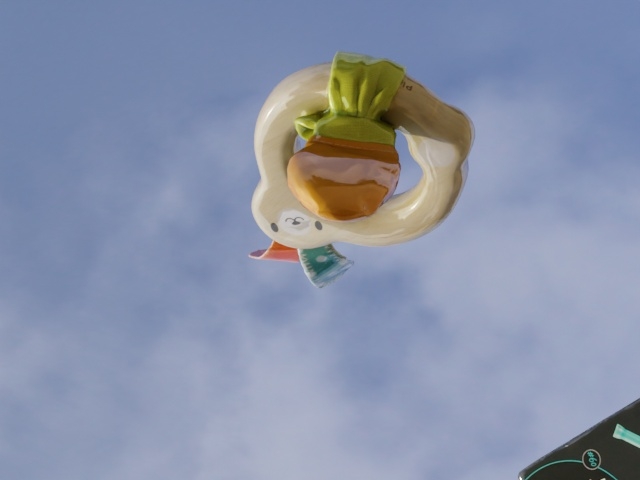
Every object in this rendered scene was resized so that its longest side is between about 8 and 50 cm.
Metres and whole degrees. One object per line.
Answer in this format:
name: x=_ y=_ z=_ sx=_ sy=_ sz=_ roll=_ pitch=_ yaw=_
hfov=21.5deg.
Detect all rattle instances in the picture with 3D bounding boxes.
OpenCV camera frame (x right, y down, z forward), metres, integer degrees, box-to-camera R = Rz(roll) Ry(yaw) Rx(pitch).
rattle: x=0.000 y=0.000 z=0.965 sx=0.130 sy=0.199 sz=0.142 roll=21 pitch=-134 yaw=-23

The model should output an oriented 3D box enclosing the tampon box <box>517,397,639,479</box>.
tampon box: x=0.190 y=0.104 z=0.685 sx=0.101 sy=0.161 sz=0.120 roll=-1 pitch=-120 yaw=-55
